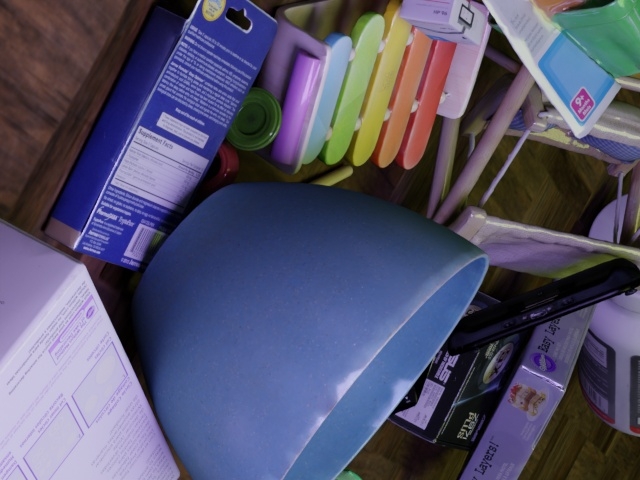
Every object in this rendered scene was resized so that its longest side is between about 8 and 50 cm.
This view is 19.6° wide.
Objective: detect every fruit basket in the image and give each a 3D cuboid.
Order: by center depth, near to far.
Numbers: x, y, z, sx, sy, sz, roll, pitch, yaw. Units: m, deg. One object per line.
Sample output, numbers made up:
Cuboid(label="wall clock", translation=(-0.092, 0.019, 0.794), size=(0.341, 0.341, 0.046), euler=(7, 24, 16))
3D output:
Cuboid(label="fruit basket", translation=(0.220, -0.322, 1.610), size=(0.353, 0.165, 0.327), euler=(54, 55, -35))

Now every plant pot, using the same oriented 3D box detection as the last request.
Cuboid(label="plant pot", translation=(-0.033, 0.067, 1.455), size=(0.290, 0.195, 0.290), euler=(-49, 168, -14))

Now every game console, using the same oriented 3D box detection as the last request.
Cuboid(label="game console", translation=(0.144, 0.101, 1.812), size=(0.213, 0.361, 0.044), euler=(-51, 118, -76))

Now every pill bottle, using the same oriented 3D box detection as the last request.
Cuboid(label="pill bottle", translation=(0.457, 0.103, 2.552), size=(0.210, 0.210, 0.363), euler=(-53, 154, -24))

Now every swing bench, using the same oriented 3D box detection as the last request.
Cuboid(label="swing bench", translation=(0.241, -0.073, 1.851), size=(0.253, 0.165, 0.255), euler=(10, 108, -26))

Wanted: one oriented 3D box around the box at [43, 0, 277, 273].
Cuboid(label="box", translation=(-0.117, -0.088, 1.407), size=(0.225, 0.036, 0.136), euler=(-62, 156, 1))

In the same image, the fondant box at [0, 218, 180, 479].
Cuboid(label="fondant box", translation=(-0.236, 0.172, 1.355), size=(0.238, 0.096, 0.330), euler=(-53, 153, -23))

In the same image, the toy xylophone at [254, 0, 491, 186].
Cuboid(label="toy xylophone", translation=(0.032, -0.123, 1.622), size=(0.322, 0.081, 0.236), euler=(-32, 141, -50))

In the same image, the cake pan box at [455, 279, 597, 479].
Cuboid(label="cake pan box", translation=(0.249, 0.199, 2.282), size=(0.246, 0.070, 0.267), euler=(-54, 169, -54))

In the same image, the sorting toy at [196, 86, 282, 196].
Cuboid(label="sorting toy", translation=(-0.069, -0.080, 1.486), size=(0.102, 0.061, 0.042), euler=(-43, 159, 11))

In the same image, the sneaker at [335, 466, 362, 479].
Cuboid(label="sneaker", translation=(-0.020, 0.280, 1.924), size=(0.295, 0.109, 0.123), euler=(58, 39, -61))

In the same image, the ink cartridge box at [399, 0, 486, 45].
Cuboid(label="ink cartridge box", translation=(0.099, -0.189, 1.542), size=(0.083, 0.048, 0.028), euler=(23, 79, -60))

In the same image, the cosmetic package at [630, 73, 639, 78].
Cuboid(label="cosmetic package", translation=(0.345, -0.331, 1.989), size=(0.153, 0.129, 0.296), euler=(-2, 116, -62))

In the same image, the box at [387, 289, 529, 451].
Cuboid(label="box", translation=(0.161, 0.146, 2.156), size=(0.180, 0.077, 0.147), euler=(-64, 157, 0))
